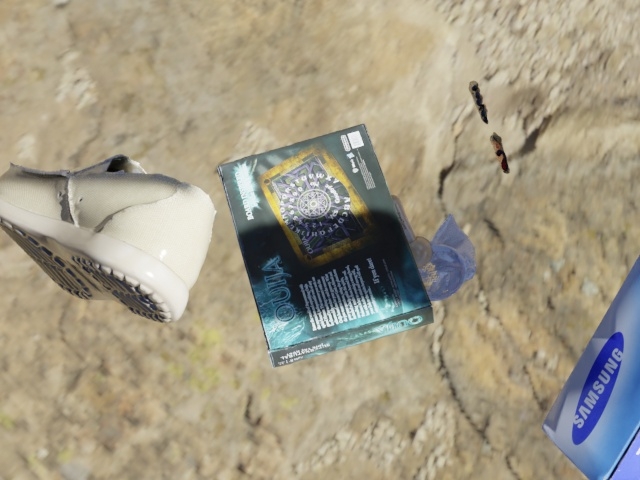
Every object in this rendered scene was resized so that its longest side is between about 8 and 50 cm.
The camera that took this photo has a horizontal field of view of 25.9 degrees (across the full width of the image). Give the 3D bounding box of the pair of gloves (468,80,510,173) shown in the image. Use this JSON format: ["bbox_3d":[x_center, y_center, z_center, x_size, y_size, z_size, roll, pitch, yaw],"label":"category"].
[{"bbox_3d":[0.142,-0.095,1.164,0.010,0.074,0.083,-21,96,7],"label":"pair of gloves"}]

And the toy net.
[{"bbox_3d":[0.058,0.019,1.201,0.045,0.232,0.122,18,91,53],"label":"toy net"}]

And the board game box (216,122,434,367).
[{"bbox_3d":[0.000,0.000,1.066,0.126,0.186,0.026,-16,144,-2],"label":"board game box"}]

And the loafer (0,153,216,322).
[{"bbox_3d":[-0.156,-0.012,1.001,0.268,0.092,0.102,19,154,50],"label":"loafer"}]

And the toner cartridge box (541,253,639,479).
[{"bbox_3d":[0.302,0.014,0.943,0.165,0.075,0.348,11,114,-38],"label":"toner cartridge box"}]
